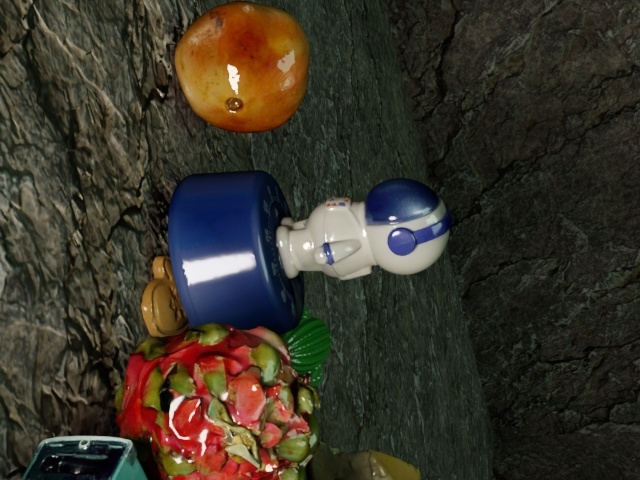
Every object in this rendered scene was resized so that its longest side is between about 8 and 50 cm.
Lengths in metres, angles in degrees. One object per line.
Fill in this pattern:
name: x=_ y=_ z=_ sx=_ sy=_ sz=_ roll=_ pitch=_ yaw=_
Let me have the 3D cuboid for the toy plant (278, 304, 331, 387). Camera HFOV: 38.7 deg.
toy plant: x=-0.047 y=0.179 z=1.626 sx=0.240 sy=0.088 sz=0.154 roll=41 pitch=48 yaw=-58

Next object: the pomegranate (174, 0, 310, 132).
pomegranate: x=-0.113 y=-0.262 z=1.396 sx=0.209 sy=0.209 sz=0.209 roll=-6 pitch=90 yaw=-71

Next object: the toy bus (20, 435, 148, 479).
toy bus: x=-0.260 y=0.328 z=0.892 sx=0.256 sy=0.128 sz=0.147 roll=-68 pitch=149 yaw=-50

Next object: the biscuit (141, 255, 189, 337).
biscuit: x=-0.210 y=0.078 z=1.280 sx=0.140 sy=0.023 sz=0.118 roll=-44 pitch=126 yaw=-66

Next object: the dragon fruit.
dragon fruit: x=-0.133 y=0.221 z=1.104 sx=0.231 sy=0.303 sz=0.236 roll=-1 pitch=69 yaw=-33

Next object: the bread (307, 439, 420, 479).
bread: x=0.073 y=0.513 z=1.733 sx=0.224 sy=0.184 sz=0.211 roll=51 pitch=43 yaw=-55

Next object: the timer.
timer: x=0.000 y=0.000 z=1.324 sx=0.270 sy=0.384 sz=0.270 roll=-12 pitch=90 yaw=-79
